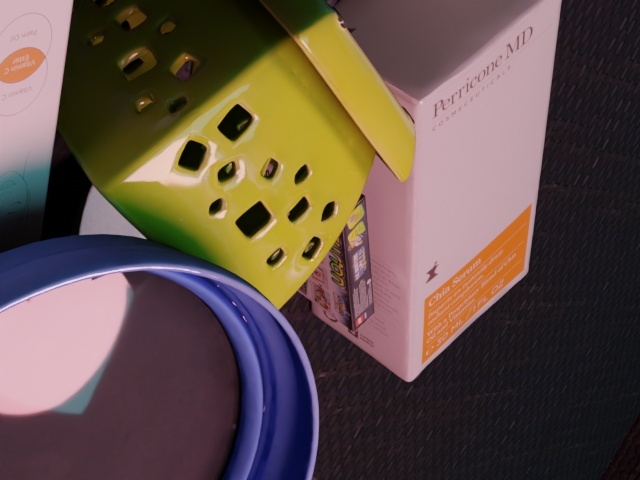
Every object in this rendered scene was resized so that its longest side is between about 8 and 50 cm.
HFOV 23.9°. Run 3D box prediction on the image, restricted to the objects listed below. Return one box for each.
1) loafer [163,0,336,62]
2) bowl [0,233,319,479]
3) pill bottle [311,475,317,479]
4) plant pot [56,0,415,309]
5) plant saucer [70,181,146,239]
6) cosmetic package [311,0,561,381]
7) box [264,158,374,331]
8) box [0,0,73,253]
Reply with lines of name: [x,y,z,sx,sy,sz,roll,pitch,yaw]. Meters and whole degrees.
loafer: [-0.057,-0.216,1.298,0.223,0.076,0.078,-26,149,-37]
bowl: [-0.182,0.174,1.054,0.391,0.077,0.391,-19,126,-28]
pill bottle: [-0.113,0.377,1.796,0.264,0.153,0.153,-57,153,5]
plant pot: [-0.072,-0.106,1.150,0.207,0.228,0.227,-38,140,2]
plant saucer: [-0.180,0.016,1.350,0.195,0.037,0.195,0,90,-67]
cosmetic package: [0.115,-0.081,1.636,0.230,0.161,0.453,-40,149,-27]
box: [0.000,0.000,1.595,0.036,0.114,0.207,-42,151,-24]
box: [-0.305,-0.062,0.975,0.215,0.168,0.345,-26,140,-44]
